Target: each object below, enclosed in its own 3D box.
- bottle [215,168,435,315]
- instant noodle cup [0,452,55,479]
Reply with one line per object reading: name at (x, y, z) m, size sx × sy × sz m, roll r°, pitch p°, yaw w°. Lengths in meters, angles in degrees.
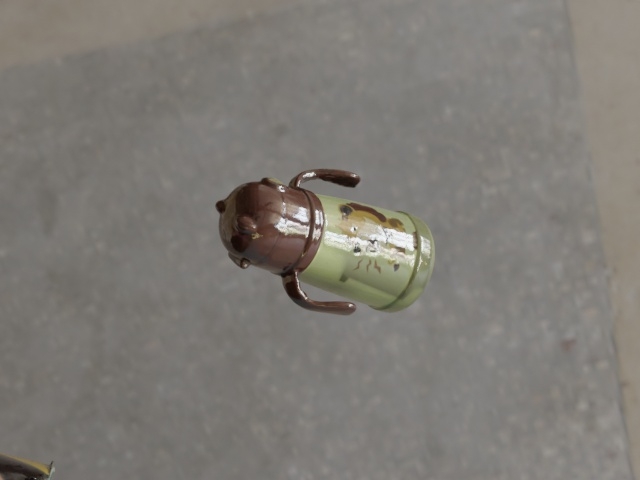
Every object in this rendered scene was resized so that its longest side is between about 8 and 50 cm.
bottle at (0.001, 0.001, 0.845) m, size 0.047 × 0.101 × 0.063 m, roll -49°, pitch 41°, yaw 31°
instant noodle cup at (-0.215, 0.169, 0.810) m, size 0.182 × 0.230 × 0.230 m, roll 8°, pitch 41°, yaw -7°
